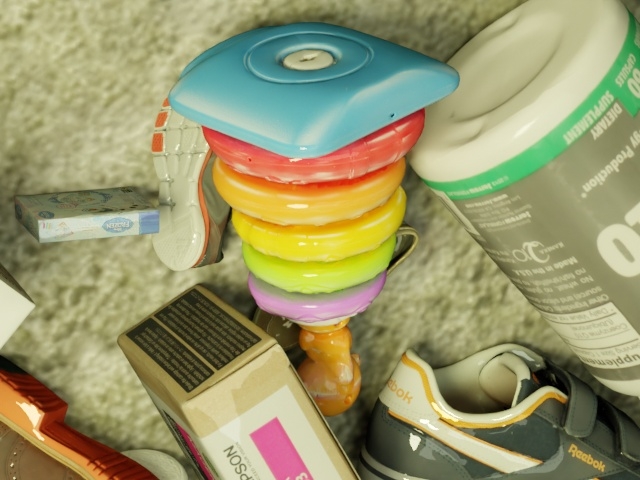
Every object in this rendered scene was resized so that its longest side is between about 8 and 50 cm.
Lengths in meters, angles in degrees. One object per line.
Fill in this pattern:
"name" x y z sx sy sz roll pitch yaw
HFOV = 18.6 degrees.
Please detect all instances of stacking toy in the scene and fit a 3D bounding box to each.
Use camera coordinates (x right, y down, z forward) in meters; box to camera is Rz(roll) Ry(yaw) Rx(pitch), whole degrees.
"stacking toy" 0.000 0.000 1.460 0.175 0.166 0.302 -28 127 -37

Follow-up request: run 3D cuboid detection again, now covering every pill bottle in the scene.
"pill bottle" 0.249 -0.008 1.540 0.204 0.204 0.361 -45 113 -5

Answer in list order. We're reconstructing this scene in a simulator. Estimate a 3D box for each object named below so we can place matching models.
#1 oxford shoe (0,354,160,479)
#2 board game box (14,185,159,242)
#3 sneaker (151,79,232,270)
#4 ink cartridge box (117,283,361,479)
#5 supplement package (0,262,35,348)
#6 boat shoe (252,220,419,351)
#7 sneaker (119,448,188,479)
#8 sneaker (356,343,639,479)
"oxford shoe" -0.184 0.197 1.450 0.271 0.097 0.098 39 94 14
"board game box" -0.174 -0.020 1.446 0.090 0.090 0.020 -4 104 -19
"sneaker" -0.090 -0.054 1.498 0.065 0.061 0.158 6 94 -53
"ink cartridge box" -0.043 0.166 1.479 0.088 0.193 0.234 -33 110 -11
"supplement package" -0.306 0.031 1.326 0.134 0.244 0.139 40 87 -23
"boat shoe" 0.012 0.036 1.548 0.153 0.048 0.056 -36 111 -9
"sneaker" -0.195 0.267 1.520 0.240 0.091 0.126 -39 148 -23
"sneaker" 0.195 0.164 1.601 0.321 0.126 0.127 9 104 -20
